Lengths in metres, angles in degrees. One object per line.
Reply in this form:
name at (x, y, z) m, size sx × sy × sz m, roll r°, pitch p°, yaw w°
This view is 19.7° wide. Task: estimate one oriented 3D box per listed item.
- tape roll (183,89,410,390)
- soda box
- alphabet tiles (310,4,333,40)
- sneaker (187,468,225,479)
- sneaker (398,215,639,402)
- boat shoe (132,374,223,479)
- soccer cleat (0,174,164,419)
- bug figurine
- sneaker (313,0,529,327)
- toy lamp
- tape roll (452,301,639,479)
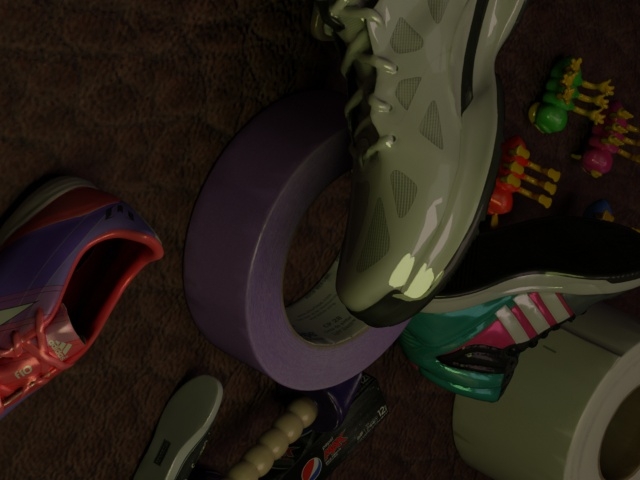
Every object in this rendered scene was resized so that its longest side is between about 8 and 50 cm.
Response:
tape roll at (0.000, 0.000, 1.743) m, size 0.274 × 0.090 × 0.275 m, roll -27°, pitch 129°, yaw -39°
soda box at (-0.007, 0.203, 1.877) m, size 0.169 × 0.053 × 0.060 m, roll -44°, pitch 137°, yaw -24°
alphabet tiles at (0.079, -0.318, 1.712) m, size 0.284 × 0.021 × 0.278 m, roll -5°, pitch 113°, yaw -47°
sneaker at (-0.072, 0.308, 1.824) m, size 0.083 × 0.098 × 0.224 m, roll -50°, pitch 140°, yaw -18°
sneaker at (0.210, 0.084, 1.954) m, size 0.295 × 0.124 × 0.178 m, roll -7°, pitch 132°, yaw -16°
boat shoe at (-0.131, 0.190, 1.736) m, size 0.142 × 0.049 × 0.040 m, roll -59°, pitch 148°, yaw 4°
soccer cleat at (-0.256, 0.089, 1.473) m, size 0.318 × 0.116 × 0.109 m, roll -52°, pitch 141°, yaw -15°
bug figurine at (0.271, -0.079, 2.026) m, size 0.279 × 0.072 × 0.216 m, roll 31°, pitch 80°, yaw -47°
sneaker at (0.028, -0.166, 1.573) m, size 0.257 × 0.169 × 0.448 m, roll 21°, pitch 77°, yaw -26°
toy lamp at (-0.052, 0.200, 1.774) m, size 0.274 × 0.080 × 0.080 m, roll -43°, pitch 138°, yaw -39°
tape roll at (0.293, 0.189, 2.123) m, size 0.246 × 0.169 × 0.246 m, roll -27°, pitch 130°, yaw -38°
